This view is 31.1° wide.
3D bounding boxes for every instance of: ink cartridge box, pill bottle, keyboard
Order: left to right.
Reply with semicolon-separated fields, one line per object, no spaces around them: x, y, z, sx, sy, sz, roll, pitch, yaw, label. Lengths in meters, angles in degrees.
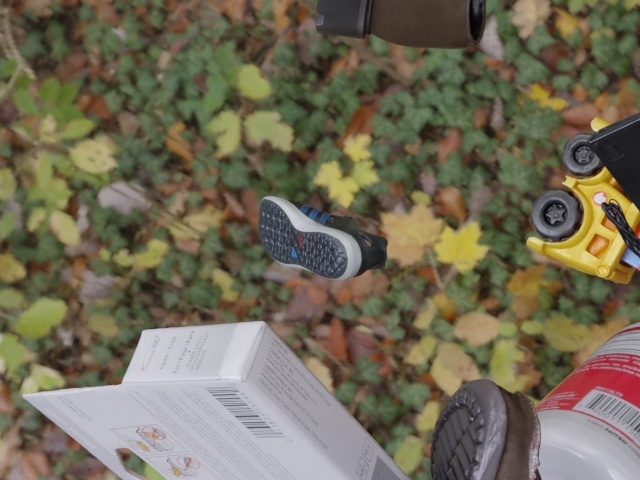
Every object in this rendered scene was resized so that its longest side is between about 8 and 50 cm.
-0.089;0.191;1.092;0.261;0.296;0.066;-8;48;33;ink cartridge box
0.403;0.242;1.438;0.229;0.407;0.229;22;126;34;pill bottle
0.443;-0.014;1.423;0.033;0.317;0.201;-42;7;-27;keyboard

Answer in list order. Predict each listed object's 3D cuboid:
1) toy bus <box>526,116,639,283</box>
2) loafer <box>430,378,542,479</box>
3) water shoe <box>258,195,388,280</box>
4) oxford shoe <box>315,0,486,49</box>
0.438;-0.041;1.671;0.211;0.149;0.220;30;99;33;toy bus
0.175;0.279;1.066;0.134;0.130;0.366;-103;10;-58;loafer
0.000;0.000;1.340;0.203;0.080;0.073;31;119;51;water shoe
0.060;-0.169;0.445;0.227;0.096;0.083;99;-172;-52;oxford shoe
